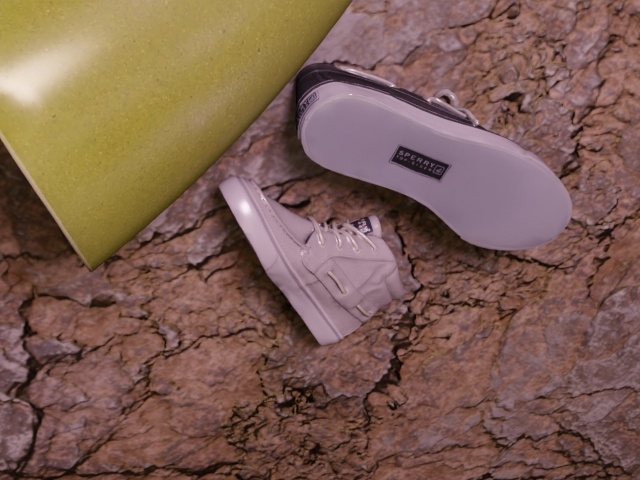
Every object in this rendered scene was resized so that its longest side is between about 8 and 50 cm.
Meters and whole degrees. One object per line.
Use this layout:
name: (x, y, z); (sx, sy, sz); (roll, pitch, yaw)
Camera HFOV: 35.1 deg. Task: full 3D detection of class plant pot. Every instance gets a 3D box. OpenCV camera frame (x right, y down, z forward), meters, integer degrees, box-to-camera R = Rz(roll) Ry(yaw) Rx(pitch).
plant pot: (-0.128, -0.169, 0.777); (0.293, 0.275, 0.275); (-34, 130, -12)

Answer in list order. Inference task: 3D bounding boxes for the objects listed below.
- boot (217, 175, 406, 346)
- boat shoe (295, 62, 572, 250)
boot: (0.000, 0.000, 1.037); (0.123, 0.095, 0.258); (-33, 137, 1)
boat shoe: (0.109, -0.085, 0.988); (0.306, 0.105, 0.113); (17, 123, -20)
